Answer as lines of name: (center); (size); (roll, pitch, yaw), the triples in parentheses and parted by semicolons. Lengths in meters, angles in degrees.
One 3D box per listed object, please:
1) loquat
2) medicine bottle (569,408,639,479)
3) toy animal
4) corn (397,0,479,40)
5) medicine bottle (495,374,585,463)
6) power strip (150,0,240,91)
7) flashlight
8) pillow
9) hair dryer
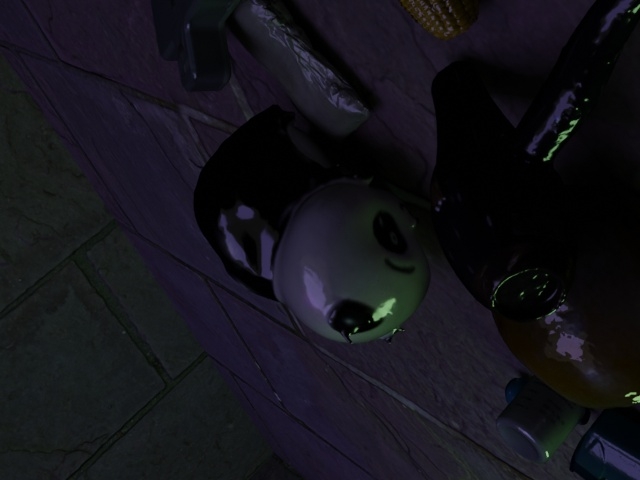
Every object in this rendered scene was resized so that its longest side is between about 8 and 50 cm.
loquat: (0.248, 0.050, 0.774); (0.227, 0.179, 0.179); (59, 161, 8)
medicine bottle: (0.429, 0.299, 1.009); (0.258, 0.079, 0.124); (29, 149, 39)
toy animal: (0.000, 0.000, 1.085); (0.310, 0.251, 0.251); (47, 161, 22)
corn: (0.066, -0.265, 0.715); (0.203, 0.072, 0.072); (51, 159, -12)
medicine bottle: (0.292, 0.211, 1.045); (0.080, 0.130, 0.080); (39, 157, 20)
power strip: (-0.153, -0.282, 1.013); (0.265, 0.059, 0.194); (164, 97, -68)
flashlight: (0.315, 0.227, 1.149); (0.129, 0.051, 0.051); (10, 139, 53)
pillow: (-0.032, -0.218, 1.024); (0.230, 0.050, 0.148); (50, 166, -5)
hair dryer: (0.188, -0.139, 0.634); (0.120, 0.304, 0.360); (15, 132, -14)
